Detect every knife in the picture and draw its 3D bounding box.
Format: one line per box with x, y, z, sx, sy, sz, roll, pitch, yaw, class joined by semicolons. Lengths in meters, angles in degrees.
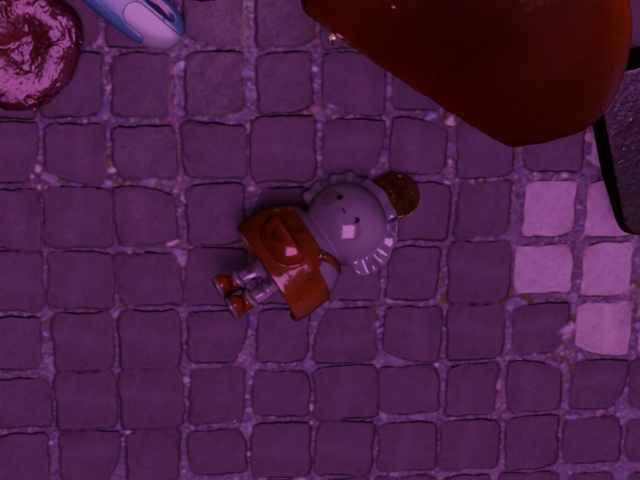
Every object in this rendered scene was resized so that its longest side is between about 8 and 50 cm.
-0.248;-0.295;1.736;0.222;0.031;0.064;39;101;-15;knife

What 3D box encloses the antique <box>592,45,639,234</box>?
0.379;-0.115;1.845;0.081;0.080;0.221;-14;114;1;antique

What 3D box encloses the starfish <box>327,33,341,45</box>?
0.132;-0.299;1.755;0.277;0.062;0.236;-42;110;7;starfish

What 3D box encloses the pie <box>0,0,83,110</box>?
-0.347;-0.221;1.751;0.153;0.038;0.153;-2;110;-6;pie

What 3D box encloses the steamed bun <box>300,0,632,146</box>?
0.170;-0.289;1.609;0.379;0.235;0.248;30;117;-21;steamed bun

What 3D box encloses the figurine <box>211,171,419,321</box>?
-0.002;0.005;1.840;0.271;0.143;0.143;-26;114;-22;figurine
